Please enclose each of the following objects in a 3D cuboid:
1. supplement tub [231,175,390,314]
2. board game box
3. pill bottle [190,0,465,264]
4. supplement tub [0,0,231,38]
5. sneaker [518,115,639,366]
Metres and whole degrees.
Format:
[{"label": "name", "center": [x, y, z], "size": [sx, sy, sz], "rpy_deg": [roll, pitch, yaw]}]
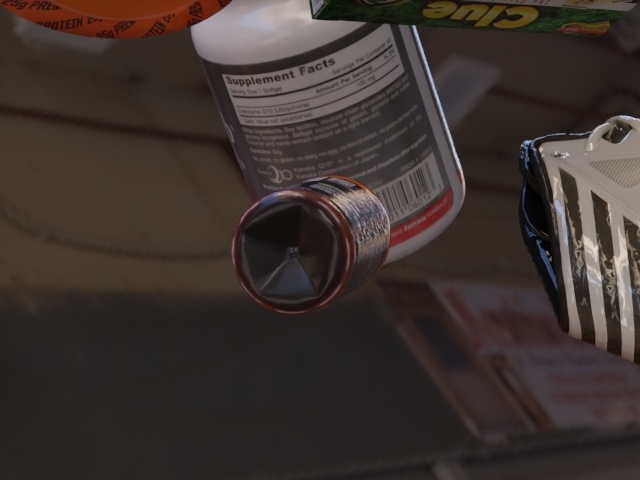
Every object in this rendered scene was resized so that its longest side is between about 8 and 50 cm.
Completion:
[{"label": "supplement tub", "center": [0.000, 0.000, 1.678], "size": [0.106, 0.106, 0.198], "rpy_deg": [-42, -5, 16]}, {"label": "board game box", "center": [0.135, -0.202, 1.515], "size": [0.260, 0.030, 0.136], "rpy_deg": [0, -19, -23]}, {"label": "pill bottle", "center": [-0.003, -0.167, 1.924], "size": [0.210, 0.210, 0.363], "rpy_deg": [-30, -61, -18]}, {"label": "supplement tub", "center": [-0.119, -0.303, 1.176], "size": [0.207, 0.338, 0.207], "rpy_deg": [0, -29, 0]}, {"label": "sneaker", "center": [0.304, -0.096, 1.580], "size": [0.169, 0.257, 0.447], "rpy_deg": [90, -159, -59]}]
